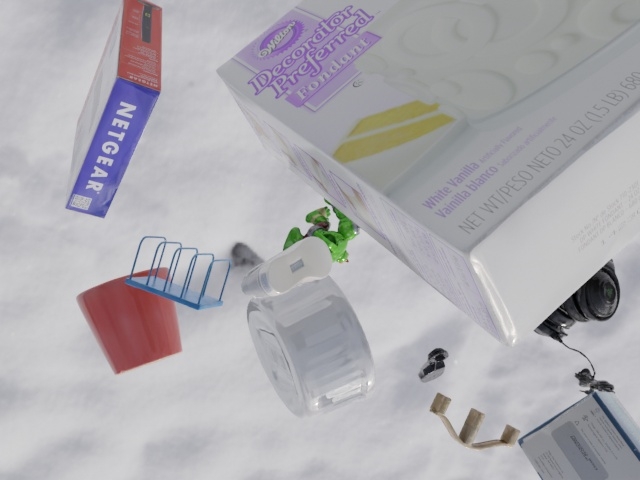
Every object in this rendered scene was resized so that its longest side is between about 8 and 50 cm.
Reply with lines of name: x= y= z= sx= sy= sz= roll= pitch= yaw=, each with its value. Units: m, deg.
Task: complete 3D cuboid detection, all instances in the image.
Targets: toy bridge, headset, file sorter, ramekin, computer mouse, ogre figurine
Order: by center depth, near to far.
toy bridge: x=0.251 y=0.313 z=1.216 sx=0.188 sy=0.026 sz=0.063 roll=28 pitch=86 yaw=-26
ramekin: x=-0.027 y=0.195 z=1.355 sx=0.135 sy=0.277 sz=0.277 roll=-23 pitch=123 yaw=-21
ogre figurine: x=0.000 y=0.000 z=1.443 sx=0.197 sy=0.118 sz=0.097 roll=-37 pitch=137 yaw=-17
file sorter: x=-0.285 y=0.063 z=1.490 sx=0.170 sy=0.118 sz=0.104 roll=18 pitch=93 yaw=15
headset: x=0.598 y=0.161 z=1.708 sx=0.185 sy=0.394 sz=0.243 roll=25 pitch=139 yaw=-27
computer mouse: x=0.267 y=0.291 z=1.748 sx=0.071 sy=0.041 sz=0.242 roll=-22 pitch=156 yaw=-6

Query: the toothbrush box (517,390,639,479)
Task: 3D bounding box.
toothbrush box: x=0.406 y=0.330 z=1.000 sx=0.126 sy=0.216 sz=0.295 roll=-37 pitch=155 yaw=13

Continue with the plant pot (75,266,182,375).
plant pot: x=-0.514 y=0.230 z=2.028 sx=0.275 sy=0.275 sz=0.243 roll=-20 pitch=84 yaw=8

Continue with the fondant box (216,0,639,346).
fondant box: x=0.099 y=-0.113 z=0.515 sx=0.238 sy=0.330 sz=0.096 roll=-40 pitch=130 yaw=-6

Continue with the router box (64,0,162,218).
router box: x=-0.407 y=-0.266 z=1.444 sx=0.082 sy=0.301 sz=0.335 roll=16 pitch=129 yaw=-25

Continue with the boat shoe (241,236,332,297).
boat shoe: x=-0.046 y=0.043 z=1.036 sx=0.063 sy=0.184 sz=0.066 roll=-16 pitch=100 yaw=31
